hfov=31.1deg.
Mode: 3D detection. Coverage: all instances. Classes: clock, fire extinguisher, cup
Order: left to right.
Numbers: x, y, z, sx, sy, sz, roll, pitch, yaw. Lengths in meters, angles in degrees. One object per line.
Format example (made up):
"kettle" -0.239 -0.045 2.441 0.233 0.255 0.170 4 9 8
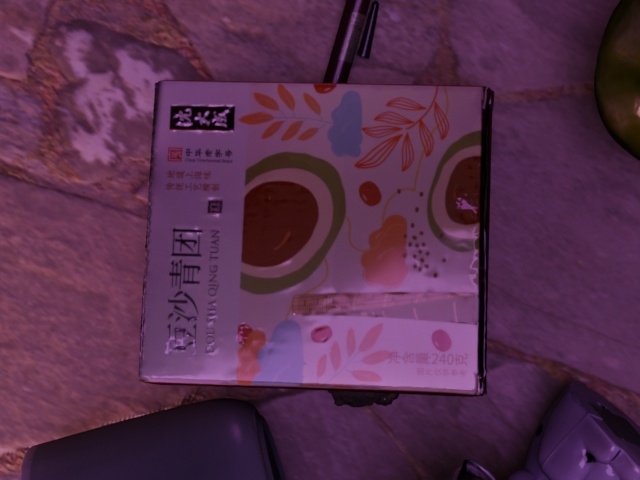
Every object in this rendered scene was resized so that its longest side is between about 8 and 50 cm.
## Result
"cup" -0.161 0.370 1.355 0.274 0.259 0.357 -17 111 0
"fire extinguisher" 0.043 -0.252 1.397 0.049 0.035 0.173 16 98 1
"clock" 0.290 0.320 1.403 0.189 0.189 0.254 37 100 -5

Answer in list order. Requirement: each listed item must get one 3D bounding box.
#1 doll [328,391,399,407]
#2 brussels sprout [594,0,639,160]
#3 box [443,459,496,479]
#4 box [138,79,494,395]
"doll" 0.079 0.062 1.408 0.202 0.091 0.286 0 94 -13
"brussels sprout" 0.492 -0.197 1.279 0.354 0.289 0.281 7 96 25
"box" 0.117 0.433 1.351 0.190 0.112 0.370 43 114 -2
"box" 0.000 0.000 1.326 0.385 0.122 0.345 2 83 4
